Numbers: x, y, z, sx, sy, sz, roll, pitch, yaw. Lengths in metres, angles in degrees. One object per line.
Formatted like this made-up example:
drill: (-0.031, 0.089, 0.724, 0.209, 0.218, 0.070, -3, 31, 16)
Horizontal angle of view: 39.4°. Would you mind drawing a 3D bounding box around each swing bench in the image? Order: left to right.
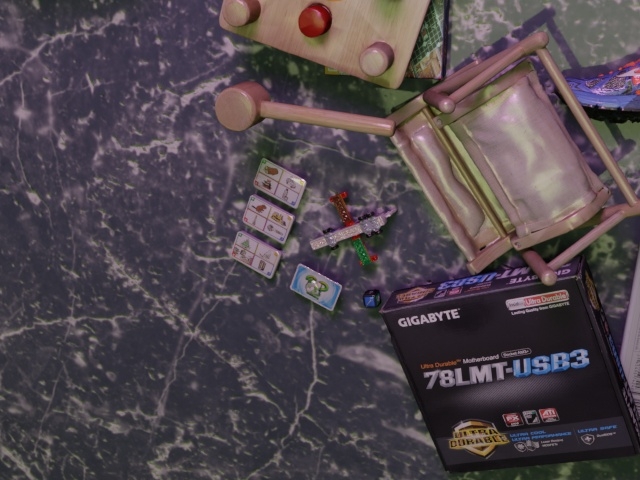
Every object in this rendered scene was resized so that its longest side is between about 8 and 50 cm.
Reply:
swing bench: (0.233, -0.097, 1.138, 0.165, 0.255, 0.253, -35, 99, -10)

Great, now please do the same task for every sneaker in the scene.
sneaker: (0.409, -0.198, 1.127, 0.221, 0.083, 0.087, 2, 83, 21)

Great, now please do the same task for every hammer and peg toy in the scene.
hammer and peg toy: (0.011, -0.296, 1.125, 0.266, 0.127, 0.361, 20, 113, 6)

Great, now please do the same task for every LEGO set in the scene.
LEGO set: (0.000, 0.000, 1.336, 0.244, 0.060, 0.182, 28, 120, 13)

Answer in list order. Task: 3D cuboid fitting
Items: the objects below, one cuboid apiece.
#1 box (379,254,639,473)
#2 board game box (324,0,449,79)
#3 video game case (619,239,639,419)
box: (0.271, 0.185, 1.268, 0.296, 0.073, 0.293, -13, 112, 28)
board game box: (0.088, -0.339, 1.179, 0.165, 0.042, 0.243, 6, 110, 14)
video game case: (0.563, 0.136, 1.195, 0.300, 0.036, 0.329, 9, 116, 17)
